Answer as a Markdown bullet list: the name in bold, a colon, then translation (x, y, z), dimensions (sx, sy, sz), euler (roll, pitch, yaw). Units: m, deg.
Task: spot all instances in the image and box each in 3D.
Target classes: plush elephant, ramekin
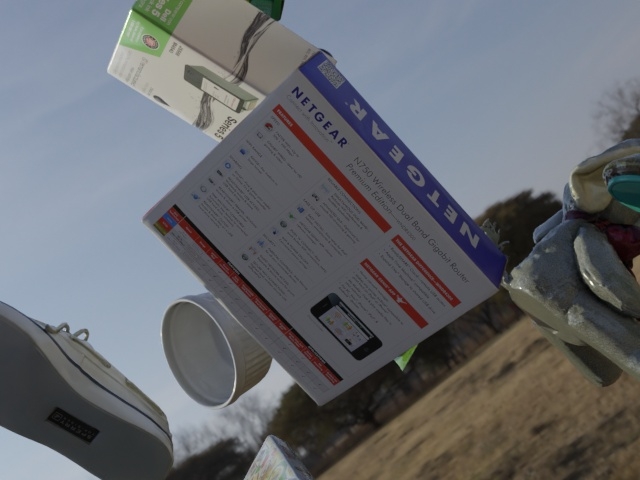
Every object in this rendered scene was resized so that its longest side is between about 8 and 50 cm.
- **plush elephant**: translation (0.384, 0.016, 1.155), dimensions (0.255, 0.330, 0.272), euler (-48, -9, -7)
- **ramekin**: translation (-0.178, 0.184, 1.517), dimensions (0.109, 0.207, 0.207), euler (-22, -18, -43)

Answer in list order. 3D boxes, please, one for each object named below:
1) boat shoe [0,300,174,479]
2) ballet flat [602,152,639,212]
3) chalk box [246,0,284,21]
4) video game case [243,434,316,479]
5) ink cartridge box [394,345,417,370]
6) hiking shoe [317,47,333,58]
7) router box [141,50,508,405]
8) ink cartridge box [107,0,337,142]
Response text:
- **boat shoe**: translation (-0.339, 0.171, 1.118), dimensions (0.136, 0.367, 0.156), euler (-48, 20, 11)
- **ballet flat**: translation (0.477, -0.044, 0.902), dimensions (0.123, 0.349, 0.123), euler (21, -90, -83)
- **chalk box**: translation (-0.135, -0.464, 1.325), dimensions (0.180, 0.288, 0.179), euler (7, -32, -5)
- **video game case**: translation (-0.073, 0.271, 0.657), dimensions (0.226, 0.026, 0.206), euler (-61, 7, -8)
- **ink cartridge box**: translation (0.112, 0.076, 1.361), dimensions (0.188, 0.097, 0.255), euler (-60, 10, 2)
- **hiking shoe**: translation (-0.061, -0.283, 1.741), dimensions (0.304, 0.113, 0.132), euler (-57, -10, -17)
- **router box**: translation (0.000, 0.000, 1.029), dimensions (0.301, 0.335, 0.082), euler (-38, 8, 31)
- **ink cartridge box**: translation (-0.143, -0.246, 1.215), dimensions (0.114, 0.273, 0.198), euler (-64, 13, -24)
